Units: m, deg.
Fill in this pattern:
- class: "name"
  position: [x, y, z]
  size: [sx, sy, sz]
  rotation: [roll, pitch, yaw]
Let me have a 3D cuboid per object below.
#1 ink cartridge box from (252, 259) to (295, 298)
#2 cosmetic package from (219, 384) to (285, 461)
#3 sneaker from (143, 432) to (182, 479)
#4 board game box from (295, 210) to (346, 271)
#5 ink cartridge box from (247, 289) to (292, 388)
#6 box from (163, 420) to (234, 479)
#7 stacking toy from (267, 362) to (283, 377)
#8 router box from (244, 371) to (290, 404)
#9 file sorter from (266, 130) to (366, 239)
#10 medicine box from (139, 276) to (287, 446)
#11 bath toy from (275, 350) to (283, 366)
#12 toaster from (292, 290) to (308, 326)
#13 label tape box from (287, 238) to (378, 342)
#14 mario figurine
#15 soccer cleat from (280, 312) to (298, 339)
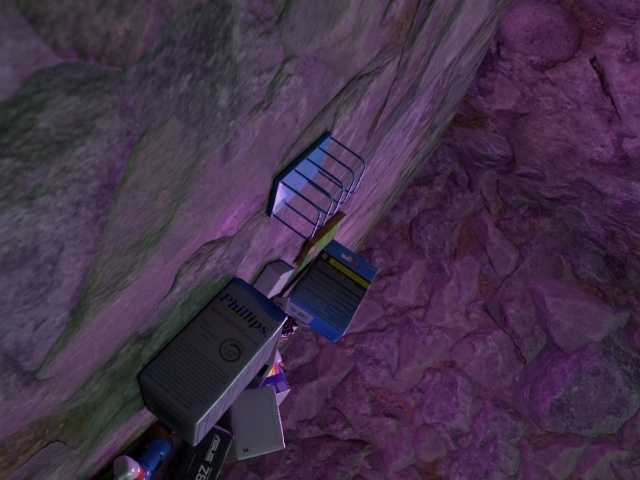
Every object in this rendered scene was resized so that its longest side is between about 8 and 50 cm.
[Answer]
- class: "ink cartridge box"
  position: [-0.127, 0.105, 1.262]
  size: [0.088, 0.052, 0.122]
  rotation: [-55, 173, 11]
- class: "cosmetic package"
  position: [-0.250, 0.611, 1.538]
  size: [0.155, 0.196, 0.365]
  rotation: [-2, 156, -24]
- class: "sneaker"
  position: [-0.481, 0.674, 1.297]
  size: [0.297, 0.130, 0.110]
  rotation: [-48, 145, -43]
- class: "board game box"
  position: [0.000, 0.000, 1.589]
  size: [0.259, 0.039, 0.124]
  rotation: [-47, 169, -51]
- class: "ink cartridge box"
  position: [-0.176, 0.316, 1.580]
  size: [0.332, 0.065, 0.165]
  rotation: [-77, -167, -50]
- class: "box"
  position: [-0.394, 0.684, 1.391]
  size: [0.318, 0.097, 0.395]
  rotation: [-66, -165, -20]
- class: "stacking toy"
  position: [-0.274, 0.553, 2.050]
  size: [0.175, 0.166, 0.301]
  rotation: [-42, 154, -23]
- class: "router box"
  position: [-0.323, 0.679, 1.908]
  size: [0.336, 0.082, 0.301]
  rotation: [-11, 148, -30]
- class: "file sorter"
  position: [-0.005, -0.103, 0.909]
  size: [0.170, 0.105, 0.118]
  rotation: [-48, 169, -32]
- class: "medicine box"
  position: [-0.231, 0.271, 1.035]
  size: [0.289, 0.149, 0.263]
  rotation: [-48, 170, -34]
- class: "bath toy"
  position: [-0.317, 0.704, 2.395]
  size: [0.348, 0.129, 0.151]
  rotation: [-53, 171, -9]
- class: "toaster"
  position: [-0.011, 0.277, 1.937]
  size: [0.129, 0.227, 0.146]
  rotation: [-25, 119, -71]
- class: "label tape box"
  position: [0.043, 0.187, 1.811]
  size: [0.333, 0.241, 0.106]
  rotation: [-55, 180, -35]
- class: "mario figurine"
  position: [-0.482, 0.568, 1.113]
  size: [0.320, 0.170, 0.197]
  rotation: [-64, 152, -79]
- class: "soccer cleat"
  position: [-0.175, 0.396, 2.015]
  size: [0.116, 0.109, 0.318]
  rotation: [-50, 174, 4]
